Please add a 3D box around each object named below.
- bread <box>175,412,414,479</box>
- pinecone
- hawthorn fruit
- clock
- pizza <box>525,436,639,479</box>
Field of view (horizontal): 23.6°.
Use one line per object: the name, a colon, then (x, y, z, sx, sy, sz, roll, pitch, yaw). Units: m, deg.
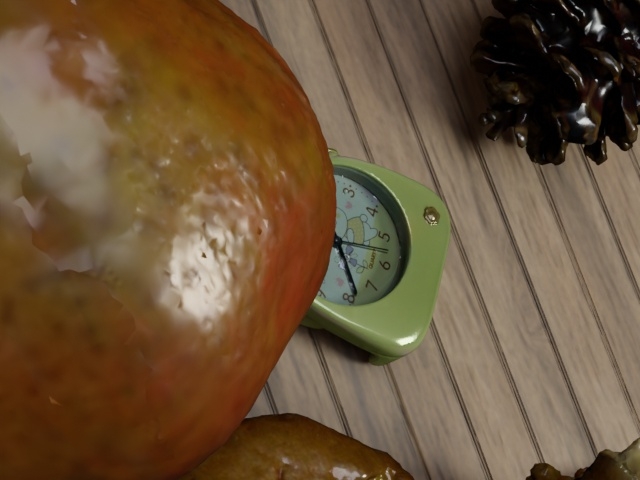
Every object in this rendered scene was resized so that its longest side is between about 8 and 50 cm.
bread: (-0.033, 0.290, 1.211, 0.312, 0.172, 0.312, 8, 73, -28)
pinecone: (0.264, -0.188, 1.500, 0.243, 0.243, 0.257, 45, 102, -6)
hawthorn fruit: (-0.226, -0.048, 1.057, 0.471, 0.472, 0.472, 9, 69, -24)
clock: (0.000, 0.000, 1.384, 0.232, 0.069, 0.170, 24, 64, -16)
pizza: (0.260, 0.307, 1.307, 0.114, 0.277, 0.409, -29, 123, -26)
